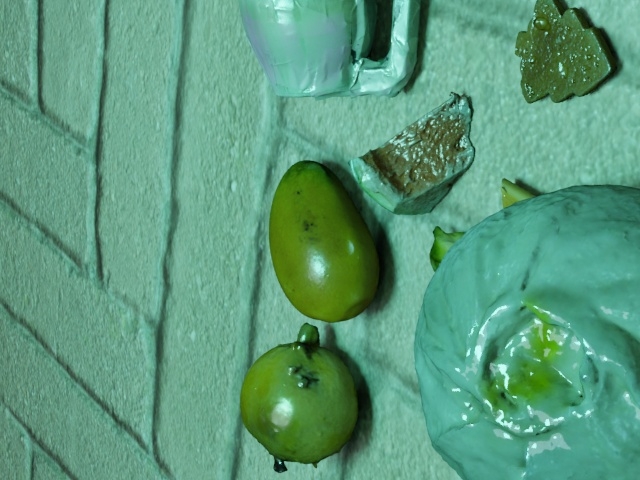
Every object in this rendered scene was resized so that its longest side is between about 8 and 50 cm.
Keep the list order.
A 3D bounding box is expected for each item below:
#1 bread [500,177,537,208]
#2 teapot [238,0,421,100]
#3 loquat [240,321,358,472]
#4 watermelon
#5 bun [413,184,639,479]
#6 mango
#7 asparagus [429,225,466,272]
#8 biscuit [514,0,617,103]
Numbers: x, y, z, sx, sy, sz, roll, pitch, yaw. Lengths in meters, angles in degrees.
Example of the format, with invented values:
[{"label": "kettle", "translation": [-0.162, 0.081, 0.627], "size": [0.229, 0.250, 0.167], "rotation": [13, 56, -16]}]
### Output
[{"label": "bread", "translation": [0.224, -0.019, 1.240], "size": [0.103, 0.049, 0.062], "rotation": [37, 100, 42]}, {"label": "teapot", "translation": [0.017, -0.263, 1.396], "size": [0.163, 0.221, 0.178], "rotation": [-90, -9, -70]}, {"label": "loquat", "translation": [-0.029, 0.215, 1.561], "size": [0.172, 0.149, 0.204], "rotation": [10, 94, 52]}, {"label": "watermelon", "translation": [0.125, -0.095, 1.360], "size": [0.158, 0.121, 0.098], "rotation": [-37, 83, 4]}, {"label": "bun", "translation": [0.241, 0.119, 1.090], "size": [0.362, 0.211, 0.362], "rotation": [9, 104, 39]}, {"label": "mango", "translation": [-0.002, 0.005, 1.491], "size": [0.151, 0.120, 0.221], "rotation": [-51, 53, 42]}, {"label": "asparagus", "translation": [0.208, 0.127, 1.286], "size": [0.085, 0.082, 0.343], "rotation": [76, 173, -76]}, {"label": "biscuit", "translation": [0.255, -0.191, 1.180], "size": [0.130, 0.019, 0.119], "rotation": [32, 123, 45]}]
